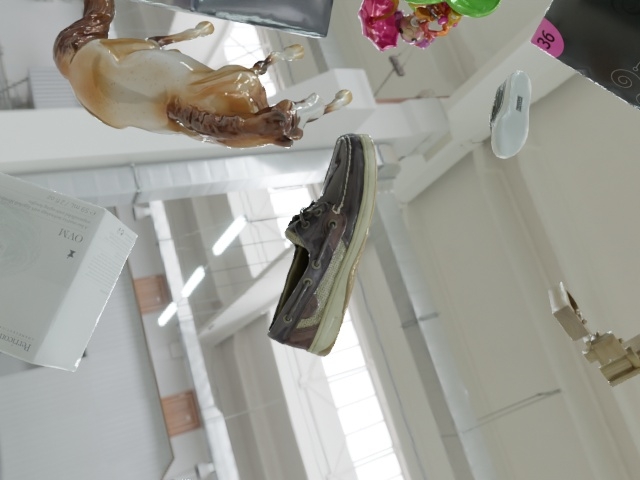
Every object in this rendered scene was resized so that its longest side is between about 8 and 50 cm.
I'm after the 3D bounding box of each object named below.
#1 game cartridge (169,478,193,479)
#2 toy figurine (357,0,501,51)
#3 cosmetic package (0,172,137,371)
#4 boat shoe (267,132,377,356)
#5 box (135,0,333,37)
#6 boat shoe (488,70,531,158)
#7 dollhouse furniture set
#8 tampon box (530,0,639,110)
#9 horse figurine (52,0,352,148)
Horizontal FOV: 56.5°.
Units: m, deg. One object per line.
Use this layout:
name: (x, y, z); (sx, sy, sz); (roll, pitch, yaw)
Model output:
game cartridge: (-0.097, 0.422, 0.743); (0.355, 0.068, 0.230); (-20, -84, 50)
toy figurine: (0.113, -0.289, 0.728); (0.173, 0.130, 0.159); (32, -16, 0)
cosmetic package: (-0.426, 0.040, 0.849); (0.138, 0.223, 0.225); (81, 28, -75)
boat shoe: (0.000, 0.000, 0.743); (0.103, 0.092, 0.286); (-157, -100, -74)
box: (-0.119, -0.400, 0.646); (0.294, 0.182, 0.297); (28, -65, 42)
boat shoe: (0.409, -0.266, 1.307); (0.070, 0.077, 0.220); (-34, -147, 63)
dollhouse furniture set: (0.432, 0.112, 0.868); (0.123, 0.144, 0.151); (-37, -90, 21)
tampon box: (0.250, -0.158, 0.397); (0.161, 0.101, 0.120); (36, -12, 10)
horse figurine: (-0.098, -0.118, 0.431); (0.263, 0.174, 0.066); (20, -55, 18)
